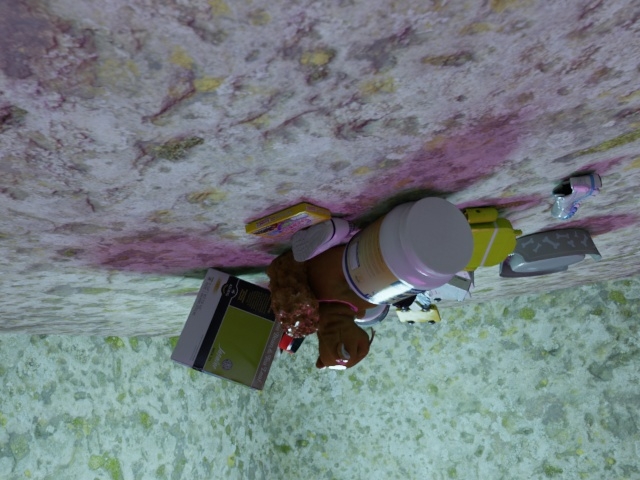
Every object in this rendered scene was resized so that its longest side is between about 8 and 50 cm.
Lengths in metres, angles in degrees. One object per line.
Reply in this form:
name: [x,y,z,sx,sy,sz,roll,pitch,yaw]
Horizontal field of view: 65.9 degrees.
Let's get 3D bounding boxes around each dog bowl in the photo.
dog bowl: [0.821,0.051,1.803,0.348,0.102,0.349,-5,164,-1]

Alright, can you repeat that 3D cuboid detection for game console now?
game console: [-0.059,0.326,2.124,0.060,0.342,0.386,30,168,9]

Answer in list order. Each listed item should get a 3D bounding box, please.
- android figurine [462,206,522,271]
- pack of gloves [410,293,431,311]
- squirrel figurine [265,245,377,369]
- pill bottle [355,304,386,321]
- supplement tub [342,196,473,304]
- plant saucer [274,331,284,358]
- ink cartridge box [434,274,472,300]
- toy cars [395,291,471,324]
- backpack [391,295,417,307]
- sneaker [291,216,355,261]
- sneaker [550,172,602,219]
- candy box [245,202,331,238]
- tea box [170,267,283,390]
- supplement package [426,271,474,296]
android figurine: [0.442,0.006,1.422,0.272,0.056,0.248,-4,136,-4]
pack of gloves: [0.344,0.183,1.998,0.046,0.232,0.195,-47,179,-19]
squirrel figurine: [0.000,0.220,1.571,0.396,0.371,0.281,9,159,-31]
pill bottle: [0.184,0.248,2.054,0.210,0.211,0.363,-8,164,8]
supplement tub: [0.219,0.032,1.286,0.228,0.229,0.316,1,163,-24]
plant saucer: [-0.183,0.379,2.180,0.050,0.311,0.311,4,164,2]
ink cartridge box: [0.384,0.131,1.654,0.223,0.045,0.223,19,170,15]
toy cars: [0.471,0.242,2.070,0.176,0.087,0.394,30,137,-5]
backpack: [0.226,0.153,1.698,0.152,0.115,0.182,38,180,-37]
sneaker: [0.000,0.000,1.363,0.094,0.090,0.235,-7,168,-34]
sneaker: [0.614,-0.113,1.242,0.082,0.072,0.191,1,155,-2]
candy box: [-0.084,-0.047,1.259,0.205,0.027,0.105,-18,164,36]
tea box: [-0.304,0.319,1.735,0.323,0.329,0.220,22,160,-5]
supplement package: [0.484,0.131,1.880,0.179,0.105,0.105,-15,126,28]
